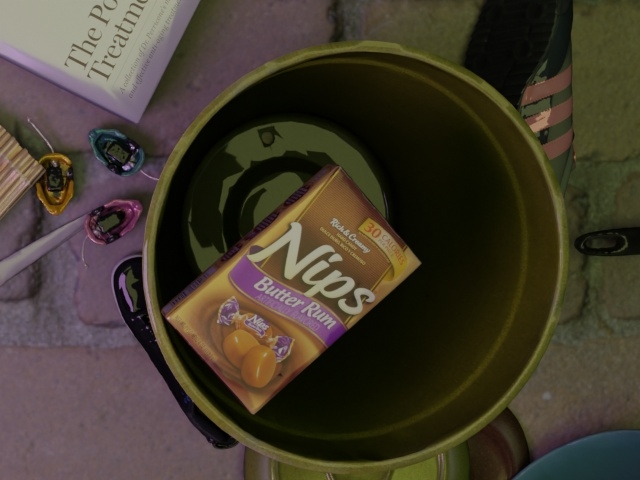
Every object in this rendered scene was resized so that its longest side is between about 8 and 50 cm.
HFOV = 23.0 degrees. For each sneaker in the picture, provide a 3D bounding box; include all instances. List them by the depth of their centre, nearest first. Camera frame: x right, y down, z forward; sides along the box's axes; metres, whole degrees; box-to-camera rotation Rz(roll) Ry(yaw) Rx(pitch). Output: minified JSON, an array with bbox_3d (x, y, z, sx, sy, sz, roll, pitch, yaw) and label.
[{"bbox_3d":[-0.133,0.110,1.589,0.079,0.121,0.217,-33,102,-7],"label":"sneaker"},{"bbox_3d":[0.222,-0.134,1.663,0.131,0.112,0.319,15,86,-44],"label":"sneaker"}]

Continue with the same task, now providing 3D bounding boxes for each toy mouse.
[{"bbox_3d":[-0.215,-0.054,1.595,0.143,0.031,0.161,-8,88,-9],"label":"toy mouse"}]

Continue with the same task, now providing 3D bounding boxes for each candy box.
[{"bbox_3d":[-0.024,0.037,1.278,0.187,0.053,0.109,-42,102,-6],"label":"candy box"}]

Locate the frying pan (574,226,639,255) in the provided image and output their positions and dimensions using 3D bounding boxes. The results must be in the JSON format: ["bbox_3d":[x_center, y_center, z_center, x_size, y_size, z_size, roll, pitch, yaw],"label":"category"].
[{"bbox_3d":[0.450,0.017,1.737,0.326,0.053,0.197,-25,101,-6],"label":"frying pan"}]

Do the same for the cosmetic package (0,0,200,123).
[{"bbox_3d":[-0.222,-0.343,1.536,0.284,0.097,0.377,26,90,-11],"label":"cosmetic package"}]

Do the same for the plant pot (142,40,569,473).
[{"bbox_3d":[0.000,0.000,1.486,0.367,0.353,0.366,-1,96,-11],"label":"plant pot"}]

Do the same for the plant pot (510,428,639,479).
[{"bbox_3d":[0.329,0.384,1.642,0.293,0.293,0.235,-40,124,-5],"label":"plant pot"}]

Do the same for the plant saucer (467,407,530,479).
[{"bbox_3d":[0.138,0.254,1.706,0.199,0.036,0.198,-2,97,-12],"label":"plant saucer"}]

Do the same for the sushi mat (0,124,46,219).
[{"bbox_3d":[-0.430,-0.006,1.551,0.151,0.019,0.316,42,86,3],"label":"sushi mat"}]

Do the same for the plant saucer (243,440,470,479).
[{"bbox_3d":[0.040,0.236,1.646,0.241,0.037,0.241,0,81,-2],"label":"plant saucer"}]

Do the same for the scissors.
[{"bbox_3d":[-0.355,0.044,1.587,0.109,0.021,0.297,44,87,-13],"label":"scissors"}]
